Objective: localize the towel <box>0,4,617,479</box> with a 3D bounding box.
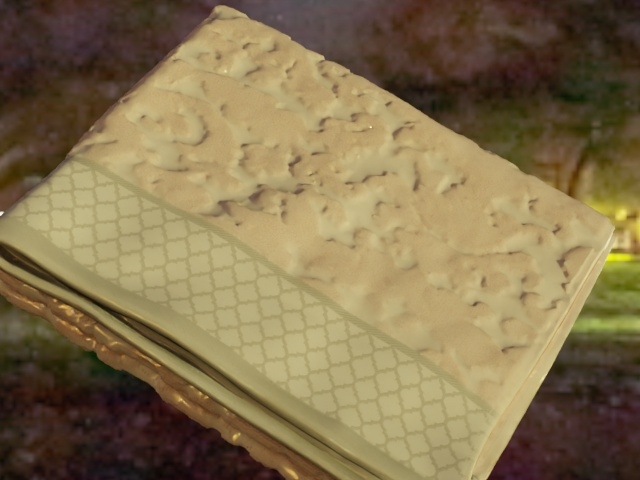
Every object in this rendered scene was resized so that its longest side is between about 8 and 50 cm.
[{"bbox_3d":[0.000,0.000,0.817,0.332,0.053,0.317,31,45,7],"label":"towel"}]
